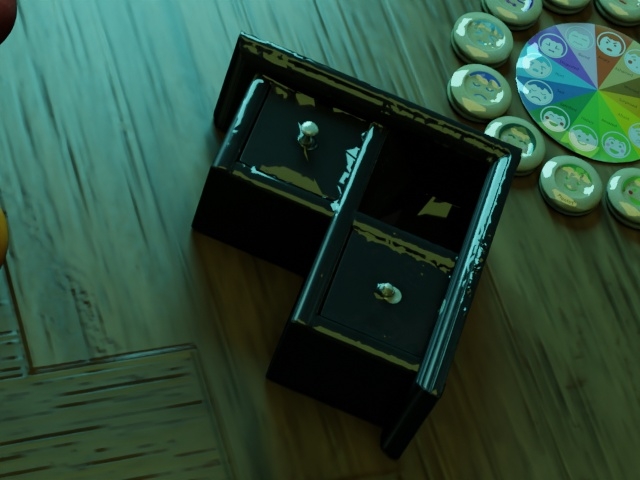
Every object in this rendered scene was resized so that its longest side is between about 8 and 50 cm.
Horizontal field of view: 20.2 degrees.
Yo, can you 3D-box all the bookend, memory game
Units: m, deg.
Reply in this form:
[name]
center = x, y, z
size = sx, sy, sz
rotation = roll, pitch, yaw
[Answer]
[bookend]
center = 0.000, 0.000, 0.892
size = 0.157, 0.072, 0.156
rotation = 23, 56, -1
[memory game]
center = 0.161, -0.087, 1.031
size = 0.186, 0.012, 0.186
rotation = 7, 57, -12

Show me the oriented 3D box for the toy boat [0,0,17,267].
[toy boat]
center = -0.207, -0.031, 0.830
size = 0.151, 0.151, 0.231
rotation = 43, 52, -25
